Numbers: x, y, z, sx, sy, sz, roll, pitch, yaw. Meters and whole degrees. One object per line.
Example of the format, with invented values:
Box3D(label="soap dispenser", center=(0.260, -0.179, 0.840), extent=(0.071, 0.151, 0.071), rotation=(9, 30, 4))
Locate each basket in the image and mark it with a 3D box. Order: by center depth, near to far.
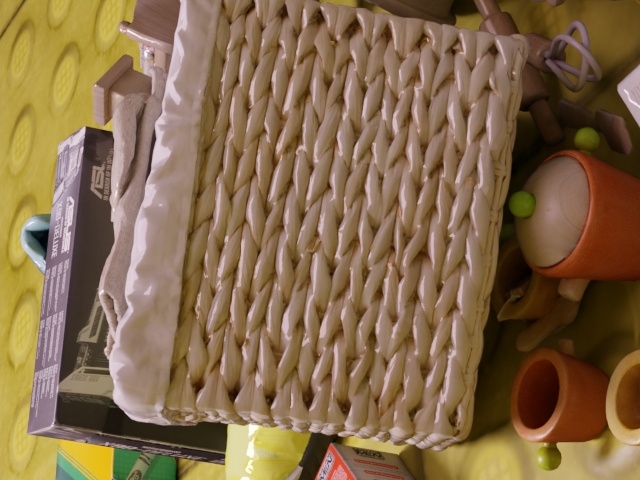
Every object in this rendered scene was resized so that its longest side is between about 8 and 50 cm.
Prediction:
Box3D(label="basket", center=(0.000, 0.000, 1.457), extent=(0.328, 0.266, 0.331), rotation=(89, -169, -82))

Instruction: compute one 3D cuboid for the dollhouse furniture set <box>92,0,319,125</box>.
Box3D(label="dollhouse furniture set", center=(-0.160, -0.155, 1.749), extent=(0.355, 0.174, 0.303), rotation=(-51, -21, -39))

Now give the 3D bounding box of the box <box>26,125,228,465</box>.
Box3D(label="box", center=(-0.156, 0.060, 1.859), extent=(0.076, 0.242, 0.307), rotation=(-23, 58, 57))

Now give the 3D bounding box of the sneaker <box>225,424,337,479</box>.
Box3D(label="sneaker", center=(-0.045, 0.069, 1.752), extent=(0.145, 0.147, 0.385), rotation=(17, 95, 61))

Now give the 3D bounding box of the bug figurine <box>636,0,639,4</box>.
Box3D(label="bug figurine", center=(0.185, -0.285, 1.405), extent=(0.216, 0.072, 0.279), rotation=(174, 75, -80))

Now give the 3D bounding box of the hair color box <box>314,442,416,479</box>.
Box3D(label="hair color box", center=(0.056, 0.230, 1.576), extent=(0.043, 0.072, 0.141), rotation=(-67, 28, 18))

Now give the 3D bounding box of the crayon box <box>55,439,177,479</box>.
Box3D(label="crayon box", center=(-0.231, 0.169, 2.124), extent=(0.165, 0.081, 0.278), rotation=(-31, 52, 54))

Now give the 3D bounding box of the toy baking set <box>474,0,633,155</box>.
Box3D(label="toy baking set", center=(0.169, -0.159, 1.455), extent=(0.197, 0.030, 0.256), rotation=(96, 152, -74))

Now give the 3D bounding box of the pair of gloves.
Box3D(label="pair of gloves", center=(-0.149, -0.017, 1.473), extent=(0.240, 0.042, 0.204), rotation=(93, -175, -74))

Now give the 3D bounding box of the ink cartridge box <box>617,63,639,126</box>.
Box3D(label="ink cartridge box", center=(0.304, -0.101, 1.193), extent=(0.190, 0.082, 0.140), rotation=(-45, 67, 44))

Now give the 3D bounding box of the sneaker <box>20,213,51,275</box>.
Box3D(label="sneaker", center=(-0.212, 0.044, 1.999), extent=(0.283, 0.122, 0.110), rotation=(18, 80, 30))

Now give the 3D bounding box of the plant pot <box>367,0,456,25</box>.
Box3D(label="plant pot", center=(0.059, -0.400, 1.615), extent=(0.305, 0.334, 0.334), rotation=(-57, 33, 15))

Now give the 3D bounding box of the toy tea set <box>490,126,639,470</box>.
Box3D(label="toy tea set", center=(0.178, 0.088, 1.349), extent=(0.200, 0.124, 0.336), rotation=(-49, 39, 42))
